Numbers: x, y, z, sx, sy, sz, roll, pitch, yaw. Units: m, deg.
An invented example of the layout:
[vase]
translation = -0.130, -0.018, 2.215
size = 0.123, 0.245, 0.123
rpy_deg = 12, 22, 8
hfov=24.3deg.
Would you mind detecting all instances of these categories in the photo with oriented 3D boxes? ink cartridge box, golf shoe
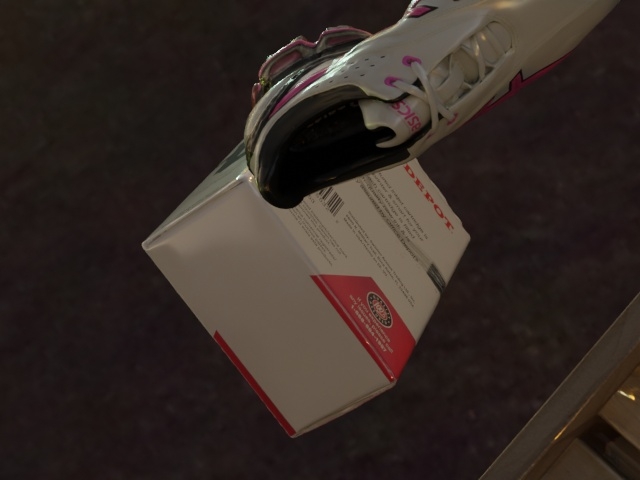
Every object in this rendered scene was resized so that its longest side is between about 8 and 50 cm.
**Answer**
[ink cartridge box]
translation = 0.000, 0.000, 1.066
size = 0.100, 0.172, 0.237
rpy_deg = -31, 11, 28
[golf shoe]
translation = 0.050, -0.069, 0.616
size = 0.186, 0.067, 0.086
rpy_deg = -30, 31, 24

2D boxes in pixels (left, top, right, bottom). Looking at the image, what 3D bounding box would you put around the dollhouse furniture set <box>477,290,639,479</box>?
[dollhouse furniture set]
translation = 0.228, 0.136, 0.493
size = 0.303, 0.174, 0.355
rpy_deg = 44, 98, 25
